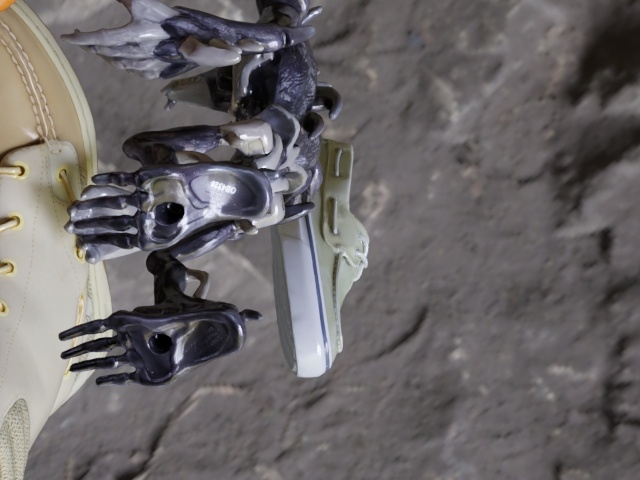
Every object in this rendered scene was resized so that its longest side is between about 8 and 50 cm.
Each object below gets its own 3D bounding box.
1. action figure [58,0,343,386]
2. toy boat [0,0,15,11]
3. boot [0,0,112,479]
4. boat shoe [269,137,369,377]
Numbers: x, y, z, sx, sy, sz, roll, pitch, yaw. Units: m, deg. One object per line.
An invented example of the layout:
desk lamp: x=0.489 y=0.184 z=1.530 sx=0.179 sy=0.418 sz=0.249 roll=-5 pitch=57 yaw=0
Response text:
action figure: x=-0.066 y=-0.051 z=0.825 sx=0.141 sy=0.164 sz=0.275 roll=5 pitch=28 yaw=7
toy boat: x=-0.196 y=-0.125 z=0.693 sx=0.151 sy=0.231 sz=0.151 roll=-2 pitch=98 yaw=-34
boot: x=-0.188 y=0.011 z=0.855 sx=0.095 sy=0.262 sz=0.203 roll=0 pitch=29 yaw=11
boat shoe: x=0.000 y=0.000 z=1.562 sx=0.094 sy=0.109 sz=0.302 roll=-2 pitch=49 yaw=-4
